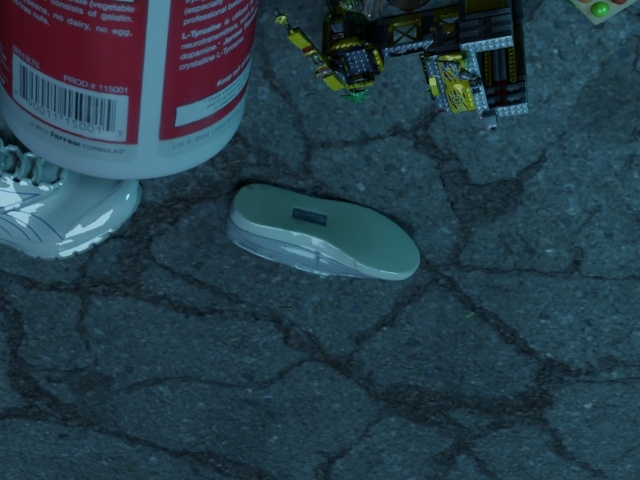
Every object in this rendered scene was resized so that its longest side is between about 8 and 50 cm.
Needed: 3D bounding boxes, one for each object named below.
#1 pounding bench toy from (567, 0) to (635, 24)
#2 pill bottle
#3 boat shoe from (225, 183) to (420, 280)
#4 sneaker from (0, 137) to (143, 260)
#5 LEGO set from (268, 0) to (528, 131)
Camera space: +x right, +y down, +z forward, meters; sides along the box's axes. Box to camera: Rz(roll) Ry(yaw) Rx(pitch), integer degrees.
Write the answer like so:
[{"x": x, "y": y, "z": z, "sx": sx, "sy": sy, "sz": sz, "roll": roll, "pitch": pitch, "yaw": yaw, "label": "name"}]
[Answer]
[{"x": 0.255, "y": -0.242, "z": 1.456, "sx": 0.083, "sy": 0.065, "sz": 0.052, "roll": -31, "pitch": 128, "yaw": 33, "label": "pounding bench toy"}, {"x": -0.157, "y": -0.268, "z": 1.271, "sx": 0.229, "sy": 0.229, "sz": 0.408, "roll": 7, "pitch": 133, "yaw": -4, "label": "pill bottle"}, {"x": -0.001, "y": 0.001, "z": 1.748, "sx": 0.227, "sy": 0.079, "sz": 0.081, "roll": 18, "pitch": 146, "yaw": -8, "label": "boat shoe"}, {"x": -0.346, "y": -0.054, "z": 1.687, "sx": 0.297, "sy": 0.111, "sz": 0.129, "roll": -4, "pitch": 132, "yaw": 7, "label": "sneaker"}, {"x": 0.072, "y": -0.230, "z": 1.388, "sx": 0.255, "sy": 0.192, "sz": 0.331, "roll": -2, "pitch": 137, "yaw": 7, "label": "LEGO set"}]
